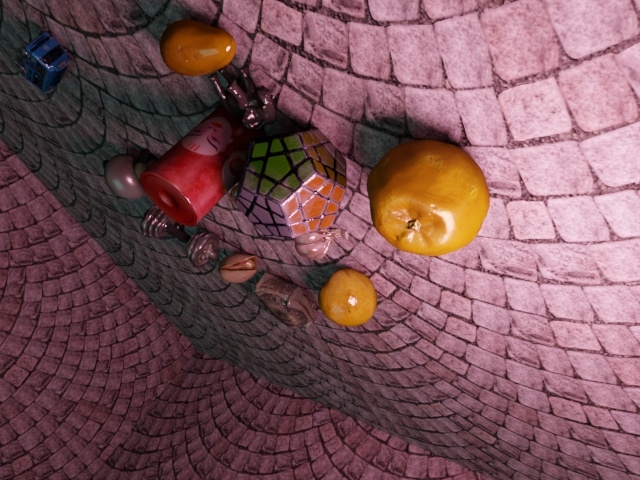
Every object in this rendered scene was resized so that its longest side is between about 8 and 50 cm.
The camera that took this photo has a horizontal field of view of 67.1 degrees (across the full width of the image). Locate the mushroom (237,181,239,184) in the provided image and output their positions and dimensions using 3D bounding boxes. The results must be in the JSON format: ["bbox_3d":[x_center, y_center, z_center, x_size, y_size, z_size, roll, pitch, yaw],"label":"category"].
[{"bbox_3d":[-0.280,-0.178,1.737,0.286,0.026,0.028,51,164,-25],"label":"mushroom"}]

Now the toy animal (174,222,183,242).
[{"bbox_3d":[-0.690,-0.033,2.353,0.065,0.047,0.135,14,138,21],"label":"toy animal"}]

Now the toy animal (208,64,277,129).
[{"bbox_3d":[-0.190,-0.381,1.270,0.245,0.115,0.146,42,165,47],"label":"toy animal"}]

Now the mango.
[{"bbox_3d":[-0.318,-0.495,1.236,0.254,0.113,0.138,8,132,35],"label":"mango"}]

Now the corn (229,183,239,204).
[{"bbox_3d":[-0.194,-0.132,1.507,0.101,0.101,0.292,27,-173,18],"label":"corn"}]

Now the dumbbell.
[{"bbox_3d":[-0.630,-0.025,2.168,0.407,0.179,0.179,29,149,13],"label":"dumbbell"}]

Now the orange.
[{"bbox_3d":[0.237,-0.090,1.091,0.279,0.235,0.278,20,144,15],"label":"orange"}]

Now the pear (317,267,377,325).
[{"bbox_3d":[0.101,0.203,1.686,0.209,0.208,0.208,27,149,18],"label":"pear"}]

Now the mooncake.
[{"bbox_3d":[-0.155,0.276,2.126,0.255,0.136,0.250,15,148,34],"label":"mooncake"}]

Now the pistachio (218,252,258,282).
[{"bbox_3d":[-0.364,0.120,2.124,0.215,0.143,0.144,-18,120,42],"label":"pistachio"}]

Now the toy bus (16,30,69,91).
[{"bbox_3d":[-1.005,-0.646,1.759,0.134,0.113,0.246,46,151,-23],"label":"toy bus"}]

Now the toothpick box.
[{"bbox_3d":[-0.329,-0.224,1.405,0.204,0.333,0.204,26,148,18],"label":"toothpick box"}]

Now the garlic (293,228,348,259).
[{"bbox_3d":[0.000,0.000,1.602,0.194,0.127,0.131,1,134,19],"label":"garlic"}]

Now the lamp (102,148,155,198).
[{"bbox_3d":[-0.769,-0.271,1.988,0.244,0.197,0.197,-13,127,26],"label":"lamp"}]

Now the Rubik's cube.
[{"bbox_3d":[-0.080,-0.156,1.304,0.319,0.319,0.263,5,110,44],"label":"Rubik's cube"}]
